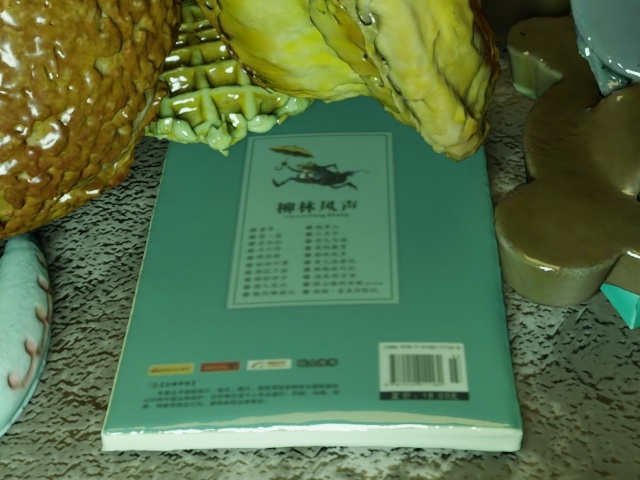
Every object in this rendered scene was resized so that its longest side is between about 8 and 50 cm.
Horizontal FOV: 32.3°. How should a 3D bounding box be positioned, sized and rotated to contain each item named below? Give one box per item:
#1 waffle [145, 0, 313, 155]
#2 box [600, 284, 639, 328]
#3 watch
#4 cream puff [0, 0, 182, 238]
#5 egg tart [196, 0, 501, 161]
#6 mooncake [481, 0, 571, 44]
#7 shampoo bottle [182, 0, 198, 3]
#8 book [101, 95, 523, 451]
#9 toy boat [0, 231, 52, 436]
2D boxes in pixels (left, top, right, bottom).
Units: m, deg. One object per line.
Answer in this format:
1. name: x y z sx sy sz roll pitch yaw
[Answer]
1. waffle: -0.099 -0.142 0.926 0.214 0.054 0.208 21 48 29
2. box: 0.290 -0.027 0.817 0.226 0.042 0.161 -14 42 -13
3. watch: 0.252 -0.156 0.686 0.314 0.326 0.335 -5 42 -2
4. cream puff: -0.216 -0.124 0.766 0.303 0.212 0.303 -32 39 30
5. egg tart: -0.006 -0.246 0.793 0.178 0.443 0.443 -21 39 14
6. mooncake: 0.162 -0.291 1.002 0.235 0.234 0.117 28 45 31
7. shampoo bottle: -0.099 -0.281 1.115 0.236 0.067 0.068 -20 35 -18
8. book: 0.000 0.000 0.813 0.264 0.031 0.379 0 41 4
9. toy boat: -0.250 0.057 0.731 0.134 0.078 0.207 0 39 0
